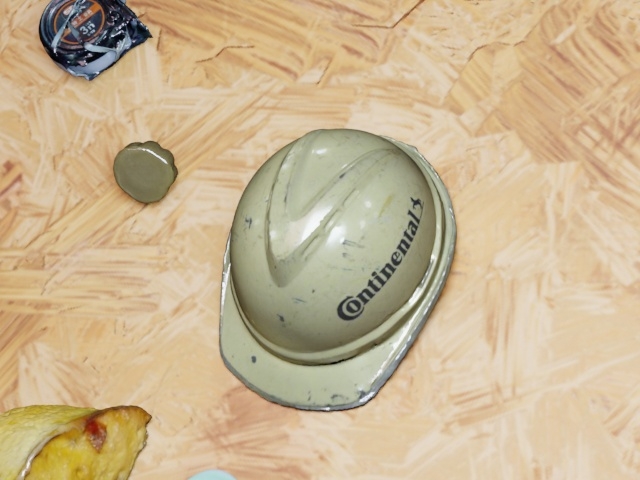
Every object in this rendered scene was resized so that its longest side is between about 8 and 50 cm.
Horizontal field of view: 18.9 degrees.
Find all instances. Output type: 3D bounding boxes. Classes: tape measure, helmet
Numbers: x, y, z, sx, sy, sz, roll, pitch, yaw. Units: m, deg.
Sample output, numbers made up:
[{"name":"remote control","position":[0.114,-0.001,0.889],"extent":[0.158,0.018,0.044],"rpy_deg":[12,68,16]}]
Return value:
[{"name":"tape measure","position":[-0.218,-0.202,1.814],"extent":[0.094,0.054,0.091],"rpy_deg":[-31,62,-3]},{"name":"helmet","position":[-0.002,0.002,1.618],"extent":[0.204,0.137,0.257],"rpy_deg":[14,73,21]}]

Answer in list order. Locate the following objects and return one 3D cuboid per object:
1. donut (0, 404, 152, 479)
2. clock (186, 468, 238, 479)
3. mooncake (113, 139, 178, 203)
[{"name":"donut","position":[-0.269,0.246,1.596],"extent":[0.112,0.151,0.295],"rpy_deg":[13,73,31]},{"name":"clock","position":[-0.105,0.291,1.571],"extent":[0.188,0.060,0.148],"rpy_deg":[-40,64,-2]},{"name":"mooncake","position":[-0.249,-0.182,1.756],"extent":[0.150,0.057,0.347],"rpy_deg":[-21,86,14]}]
